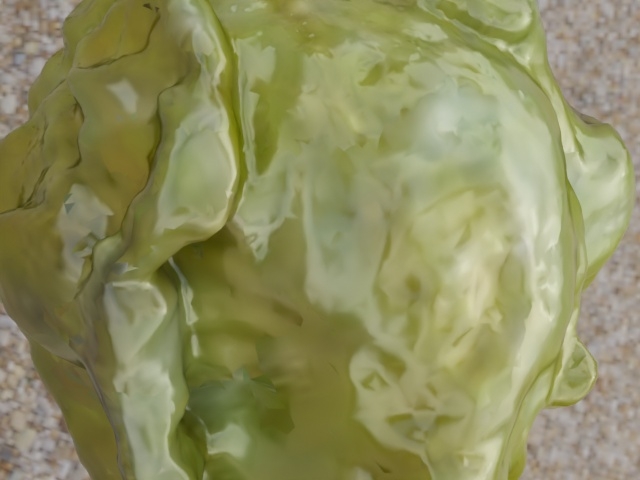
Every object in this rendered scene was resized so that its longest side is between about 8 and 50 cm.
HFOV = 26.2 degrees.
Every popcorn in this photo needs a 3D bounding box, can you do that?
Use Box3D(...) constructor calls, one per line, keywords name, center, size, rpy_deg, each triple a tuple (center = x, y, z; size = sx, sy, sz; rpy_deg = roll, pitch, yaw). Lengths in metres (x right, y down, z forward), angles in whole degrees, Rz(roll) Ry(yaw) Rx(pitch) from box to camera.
Box3D(name="popcorn", center=(-0.017, 0.005, 0.641), size=(0.312, 0.312, 0.312), rpy_deg=(-9, 103, -45))
